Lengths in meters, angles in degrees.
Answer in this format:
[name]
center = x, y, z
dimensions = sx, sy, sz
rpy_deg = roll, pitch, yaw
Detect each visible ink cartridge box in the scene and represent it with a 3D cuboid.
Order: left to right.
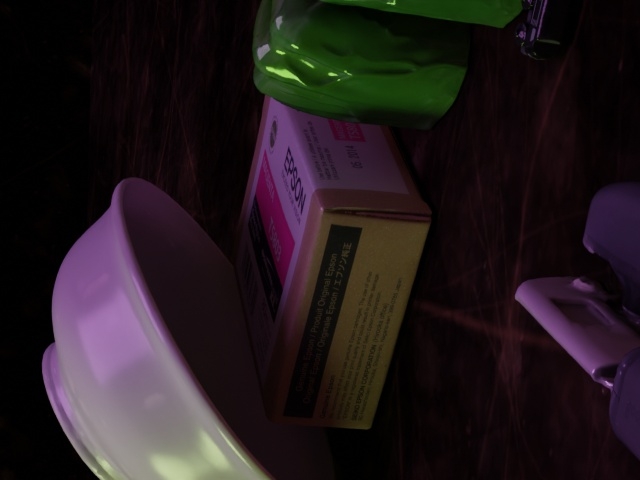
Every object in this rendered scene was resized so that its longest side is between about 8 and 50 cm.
[ink cartridge box]
center = 0.000, 0.000, 1.240
dimensions = 0.234, 0.088, 0.193
rpy_deg = -108, 27, -57

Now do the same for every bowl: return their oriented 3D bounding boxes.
[bowl]
center = -0.122, 0.109, 1.249
dimensions = 0.298, 0.134, 0.298
rpy_deg = 55, -170, -15

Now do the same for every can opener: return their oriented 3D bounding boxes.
[can opener]
center = 0.161, 0.048, 0.653
dimensions = 0.283, 0.076, 0.095
rpy_deg = -128, 45, -67

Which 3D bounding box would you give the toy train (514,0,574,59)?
[toy train]
center = 0.139, -0.179, 0.905
dimensions = 0.036, 0.027, 0.158
rpy_deg = -132, 48, -65

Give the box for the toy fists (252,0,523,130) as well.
[toy fists]
center = 0.040, -0.166, 1.046
dimensions = 0.279, 0.142, 0.096
rpy_deg = 127, 146, -62
